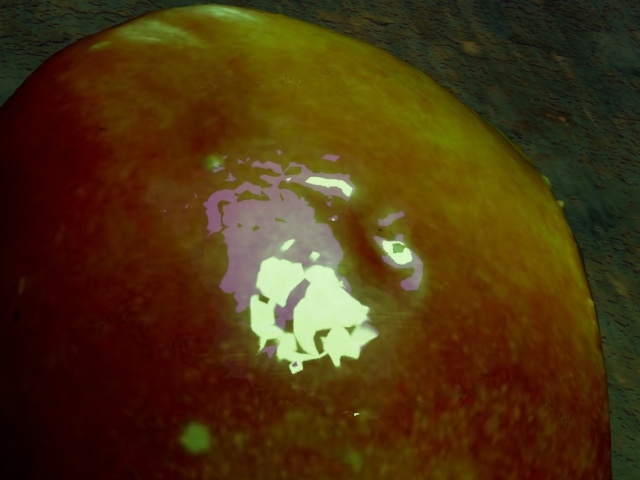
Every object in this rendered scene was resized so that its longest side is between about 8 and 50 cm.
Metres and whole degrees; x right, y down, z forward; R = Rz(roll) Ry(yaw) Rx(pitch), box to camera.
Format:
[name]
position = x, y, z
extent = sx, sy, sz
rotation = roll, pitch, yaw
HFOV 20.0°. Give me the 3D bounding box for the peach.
[peach]
position = -0.049, 0.064, 0.926
extent = 0.310, 0.335, 0.406
rotation = 11, 52, -29
